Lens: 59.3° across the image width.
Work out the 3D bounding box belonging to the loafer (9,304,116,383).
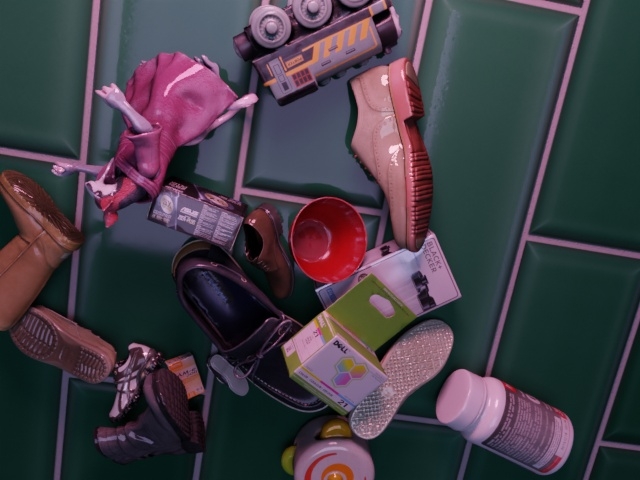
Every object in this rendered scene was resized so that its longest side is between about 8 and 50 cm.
[{"bbox_3d":[-0.573,0.230,1.258,0.269,0.092,0.101,31,92,7],"label":"loafer"}]

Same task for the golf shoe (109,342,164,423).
[{"bbox_3d":[-0.446,0.325,1.302,0.094,0.077,0.198,32,93,1],"label":"golf shoe"}]

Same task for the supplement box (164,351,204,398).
[{"bbox_3d":[-0.316,0.318,1.309,0.062,0.036,0.098,-21,105,-23],"label":"supplement box"}]

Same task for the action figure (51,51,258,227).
[{"bbox_3d":[-0.325,-0.177,1.077,0.276,0.248,0.369,28,61,-29],"label":"action figure"}]

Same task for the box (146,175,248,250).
[{"bbox_3d":[-0.252,-0.060,1.176,0.180,0.147,0.077,21,102,-8],"label":"box"}]

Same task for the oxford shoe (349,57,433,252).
[{"bbox_3d":[0.148,-0.169,1.184,0.147,0.140,0.396,-6,90,26],"label":"oxford shoe"}]

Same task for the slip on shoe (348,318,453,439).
[{"bbox_3d":[0.184,0.317,1.318,0.123,0.101,0.331,40,82,5],"label":"slip on shoe"}]

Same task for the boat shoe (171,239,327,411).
[{"bbox_3d":[-0.145,0.212,1.246,0.187,0.156,0.500,-38,104,4],"label":"boat shoe"}]

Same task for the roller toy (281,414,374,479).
[{"bbox_3d":[0.031,0.529,1.335,0.191,0.146,0.209,43,97,-12],"label":"roller toy"}]

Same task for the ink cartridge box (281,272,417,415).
[{"bbox_3d":[0.075,0.219,1.181,0.255,0.097,0.189,-42,121,9],"label":"ink cartridge box"}]

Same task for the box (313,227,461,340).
[{"bbox_3d":[0.148,0.104,1.271,0.290,0.087,0.169,-24,104,2],"label":"box"}]

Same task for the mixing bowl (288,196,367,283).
[{"bbox_3d":[0.000,0.000,1.217,0.182,0.098,0.181,0,89,-26],"label":"mixing bowl"}]

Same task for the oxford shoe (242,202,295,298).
[{"bbox_3d":[-0.121,0.040,1.221,0.083,0.096,0.227,4,122,39],"label":"oxford shoe"}]

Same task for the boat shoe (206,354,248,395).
[{"bbox_3d":[-0.221,0.318,1.325,0.125,0.038,0.046,47,55,-18],"label":"boat shoe"}]

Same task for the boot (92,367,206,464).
[{"bbox_3d":[-0.393,0.409,1.228,0.223,0.118,0.338,-10,136,-3],"label":"boot"}]

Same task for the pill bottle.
[{"bbox_3d":[0.430,0.422,1.327,0.283,0.161,0.161,28,100,-9],"label":"pill bottle"}]

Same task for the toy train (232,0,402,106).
[{"bbox_3d":[-0.001,-0.411,1.122,0.334,0.142,0.190,-26,116,1],"label":"toy train"}]

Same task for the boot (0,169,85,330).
[{"bbox_3d":[-0.664,0.021,1.189,0.269,0.089,0.236,-43,84,10],"label":"boot"}]
